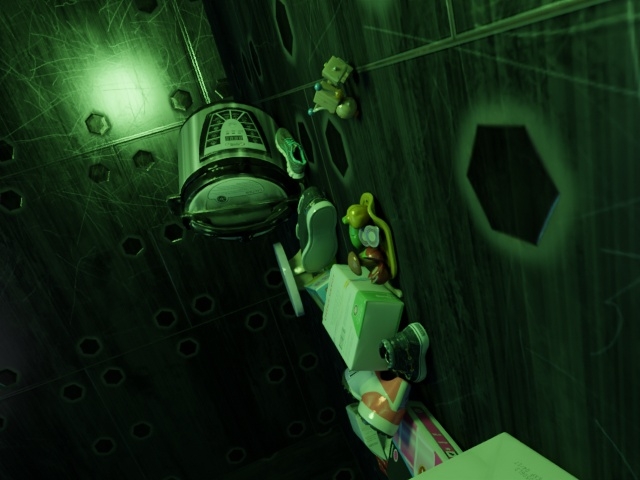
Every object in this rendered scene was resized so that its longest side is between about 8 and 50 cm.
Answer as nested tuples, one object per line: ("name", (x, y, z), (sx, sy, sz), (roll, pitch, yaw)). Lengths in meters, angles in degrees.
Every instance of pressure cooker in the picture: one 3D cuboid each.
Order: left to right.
("pressure cooker", (-0.270, -0.195, 1.381), (0.375, 0.369, 0.421), (25, -138, -45))

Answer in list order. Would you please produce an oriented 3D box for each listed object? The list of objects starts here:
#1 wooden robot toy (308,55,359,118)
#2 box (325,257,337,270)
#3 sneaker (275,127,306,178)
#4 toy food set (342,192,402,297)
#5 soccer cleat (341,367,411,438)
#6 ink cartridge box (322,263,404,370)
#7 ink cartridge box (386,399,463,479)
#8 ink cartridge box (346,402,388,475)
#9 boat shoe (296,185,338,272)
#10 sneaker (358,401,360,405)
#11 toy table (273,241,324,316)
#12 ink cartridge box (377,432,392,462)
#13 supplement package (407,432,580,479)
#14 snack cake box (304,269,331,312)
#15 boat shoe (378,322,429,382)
("wooden robot toy", (0.036, -0.239, 0.692), (0.079, 0.076, 0.173), (35, 170, -3))
("box", (0.000, 0.000, 1.334), (0.109, 0.042, 0.179), (-146, 37, -72))
("sneaker", (-0.080, -0.270, 1.245), (0.167, 0.064, 0.076), (65, 153, 12))
("toy food set", (0.089, 0.020, 0.816), (0.128, 0.071, 0.218), (-130, 23, -63))
("soccer cleat", (0.129, 0.332, 0.970), (0.108, 0.117, 0.318), (32, 176, -3))
("ink cartridge box", (0.083, 0.159, 0.919), (0.212, 0.093, 0.155), (-137, 55, -66))
("ink cartridge box", (0.211, 0.453, 0.765), (0.371, 0.069, 0.176), (-157, 75, -79))
("ink cartridge box", (0.159, 0.669, 1.391), (0.189, 0.066, 0.233), (120, 136, -75))
("boat shoe", (-0.012, -0.024, 1.192), (0.303, 0.114, 0.091), (102, 148, -49))
("sneaker", (0.157, 0.451, 1.178), (0.078, 0.106, 0.235), (-120, 14, -48))
("toy table", (-0.055, 0.116, 1.519), (0.252, 0.160, 0.275), (136, 114, -80))
("ink cartridge box", (0.233, 0.689, 1.357), (0.180, 0.060, 0.104), (-138, 31, -69))
("supplement package", (0.239, 0.423, 0.483), (0.177, 0.175, 0.293), (162, 88, -79))
("snack cake box", (0.046, 0.166, 1.175), (0.152, 0.089, 0.264), (55, 170, -2))
("boat shoe", (0.157, 0.230, 0.820), (0.184, 0.083, 0.065), (80, 166, -45))
